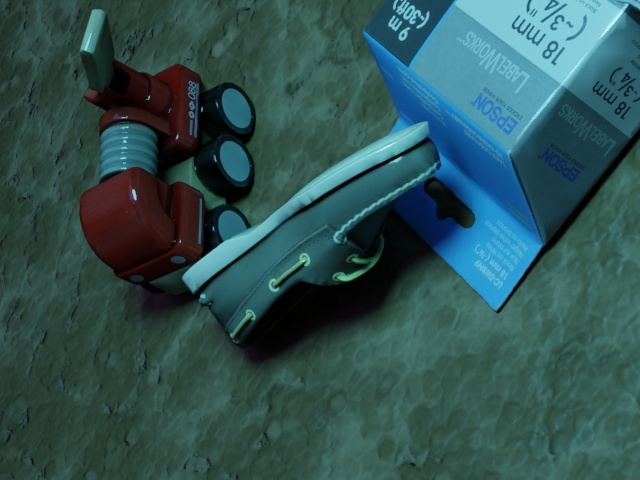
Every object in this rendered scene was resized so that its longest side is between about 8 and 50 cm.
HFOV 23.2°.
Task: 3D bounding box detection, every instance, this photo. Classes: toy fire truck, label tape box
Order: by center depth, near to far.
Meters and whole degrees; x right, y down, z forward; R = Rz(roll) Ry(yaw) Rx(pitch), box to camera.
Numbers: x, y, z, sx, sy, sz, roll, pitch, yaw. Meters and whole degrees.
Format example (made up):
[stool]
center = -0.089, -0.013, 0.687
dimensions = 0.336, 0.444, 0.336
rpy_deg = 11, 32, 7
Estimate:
[label tape box]
center = 0.155, -0.148, 1.291
dimensions = 0.334, 0.106, 0.240
rpy_deg = -53, 42, 10
[toy fire truck]
center = -0.173, -0.092, 1.479
dimensions = 0.158, 0.246, 0.217
rpy_deg = -22, 55, 36

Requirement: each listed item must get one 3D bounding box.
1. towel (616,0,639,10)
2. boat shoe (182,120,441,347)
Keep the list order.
[towel]
center = 0.360, -0.254, 1.116
dimensions = 0.209, 0.034, 0.285
rpy_deg = 29, 89, 12
[boat shoe]
center = 0.003, -0.001, 1.349
dimensions = 0.305, 0.109, 0.091
rpy_deg = -34, 87, 40
